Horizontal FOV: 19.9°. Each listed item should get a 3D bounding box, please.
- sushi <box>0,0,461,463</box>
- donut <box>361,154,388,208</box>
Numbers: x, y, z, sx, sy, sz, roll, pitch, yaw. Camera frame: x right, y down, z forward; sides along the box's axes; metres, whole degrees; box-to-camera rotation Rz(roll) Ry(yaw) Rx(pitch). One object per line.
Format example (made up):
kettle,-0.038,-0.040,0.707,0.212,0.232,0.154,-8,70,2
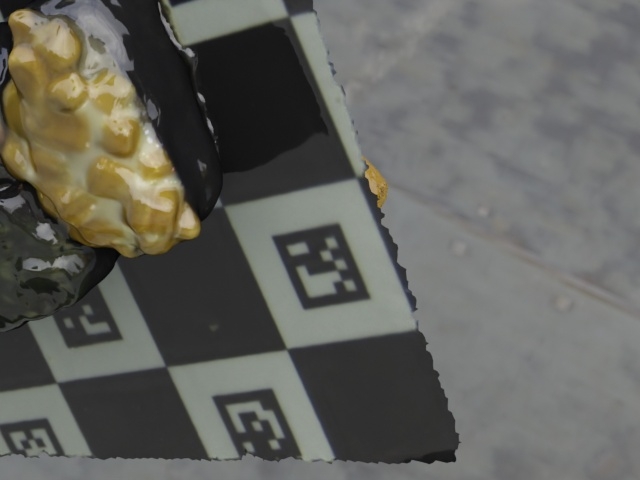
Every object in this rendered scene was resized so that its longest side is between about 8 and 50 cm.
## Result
sushi,-0.091,-0.008,0.484,0.215,0.192,0.050,-5,24,34
donut,0.000,0.000,1.044,0.043,0.108,0.097,32,38,-1
